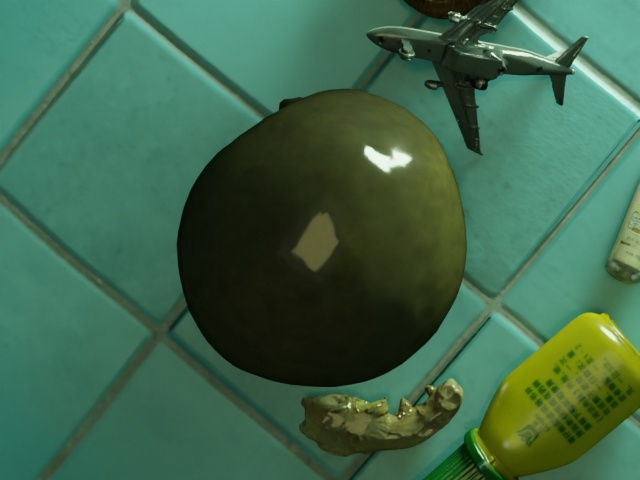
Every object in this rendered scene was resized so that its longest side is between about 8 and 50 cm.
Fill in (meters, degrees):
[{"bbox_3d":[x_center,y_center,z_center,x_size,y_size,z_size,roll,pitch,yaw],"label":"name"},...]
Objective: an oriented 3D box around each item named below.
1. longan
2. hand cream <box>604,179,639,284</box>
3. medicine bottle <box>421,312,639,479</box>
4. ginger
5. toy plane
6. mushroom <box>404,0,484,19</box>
[{"bbox_3d":[0.003,0.001,1.486,0.297,0.297,0.297,0,92,5],"label":"longan"},{"bbox_3d":[0.339,-0.023,1.590,0.061,0.039,0.143,25,89,6],"label":"hand cream"},{"bbox_3d":[0.198,0.202,1.586,0.309,0.076,0.111,-40,82,4],"label":"medicine bottle"},{"bbox_3d":[0.064,0.186,1.614,0.173,0.051,0.069,-8,96,0],"label":"ginger"},{"bbox_3d":[0.156,-0.185,1.547,0.226,0.058,0.226,3,125,-21],"label":"toy plane"},{"bbox_3d":[0.166,-0.308,1.504,0.227,0.217,0.148,-31,88,5],"label":"mushroom"}]
